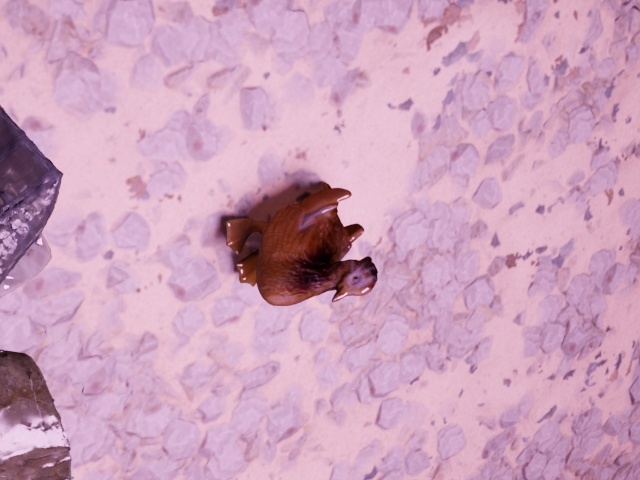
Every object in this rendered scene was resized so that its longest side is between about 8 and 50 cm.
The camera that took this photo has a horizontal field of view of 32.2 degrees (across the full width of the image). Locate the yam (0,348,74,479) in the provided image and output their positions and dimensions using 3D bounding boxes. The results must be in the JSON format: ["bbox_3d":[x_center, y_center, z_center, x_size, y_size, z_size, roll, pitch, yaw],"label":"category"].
[{"bbox_3d":[-0.347,0.169,0.983,0.254,0.154,0.154,5,105,-32],"label":"yam"}]

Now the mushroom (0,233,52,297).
[{"bbox_3d":[-0.382,-0.025,0.910,0.351,0.097,0.109,24,71,-36],"label":"mushroom"}]

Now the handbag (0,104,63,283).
[{"bbox_3d":[-0.327,-0.061,0.859,0.270,0.088,0.175,52,51,-8],"label":"handbag"}]

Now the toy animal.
[{"bbox_3d":[0.000,0.000,1.143,0.188,0.179,0.089,-55,137,-38],"label":"toy animal"}]
